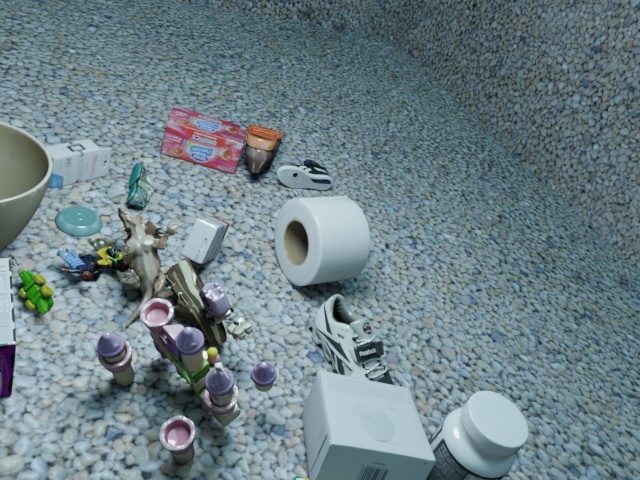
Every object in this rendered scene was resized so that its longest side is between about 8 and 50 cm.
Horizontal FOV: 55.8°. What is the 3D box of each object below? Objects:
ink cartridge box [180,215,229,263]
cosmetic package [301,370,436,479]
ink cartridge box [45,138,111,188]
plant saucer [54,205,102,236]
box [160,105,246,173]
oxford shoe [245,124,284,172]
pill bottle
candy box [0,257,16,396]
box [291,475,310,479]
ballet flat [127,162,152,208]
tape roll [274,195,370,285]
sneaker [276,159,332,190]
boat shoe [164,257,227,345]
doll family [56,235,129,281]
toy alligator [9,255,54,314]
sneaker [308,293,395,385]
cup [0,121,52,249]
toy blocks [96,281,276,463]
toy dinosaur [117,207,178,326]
[{"bbox_3d":[-0.303,-0.004,1.605,0.063,0.109,0.150,25,5,2],"label":"ink cartridge box"},{"bbox_3d":[0.091,0.414,1.286,0.224,0.138,0.225,14,25,-13],"label":"cosmetic package"},{"bbox_3d":[-0.693,-0.223,1.718,0.060,0.104,0.180,39,38,22],"label":"ink cartridge box"},{"bbox_3d":[-0.640,-0.057,1.606,0.119,0.021,0.119,16,36,-12],"label":"plant saucer"},{"bbox_3d":[-0.387,-0.334,2.017,0.257,0.128,0.122,15,36,-13],"label":"box"},{"bbox_3d":[-0.211,-0.324,2.128,0.130,0.133,0.364,15,17,0],"label":"oxford shoe"},{"bbox_3d":[0.307,0.452,1.271,0.162,0.278,0.162,15,37,-12],"label":"pill bottle"},{"bbox_3d":[-0.647,0.168,1.193,0.071,0.159,0.233,1,40,-30],"label":"candy box"},{"bbox_3d":[0.012,0.544,1.189,0.179,0.043,0.105,25,36,-1],"label":"box"},{"bbox_3d":[-0.528,-0.157,1.777,0.070,0.070,0.188,11,39,-17],"label":"ballet flat"},{"bbox_3d":[0.000,0.000,1.710,0.169,0.246,0.246,-6,45,-34],"label":"tape roll"},{"bbox_3d":[-0.071,-0.241,2.133,0.217,0.079,0.121,11,33,-32],"label":"sneaker"},{"bbox_3d":[-0.313,0.163,1.473,0.095,0.095,0.257,-29,54,-8],"label":"boat shoe"},{"bbox_3d":[-0.548,0.052,1.481,0.111,0.076,0.193,44,45,19],"label":"doll family"},{"bbox_3d":[-0.649,0.104,1.373,0.190,0.056,0.051,45,-2,29],"label":"toy alligator"},{"bbox_3d":[0.094,0.273,1.500,0.122,0.146,0.330,-12,50,-41],"label":"sneaker"},{"bbox_3d":[-0.801,-0.097,1.380,0.331,0.237,0.331,16,36,-12],"label":"cup"},{"bbox_3d":[-0.249,0.215,1.201,0.309,0.260,0.288,-35,63,-27],"label":"toy blocks"},{"bbox_3d":[-0.427,0.059,1.474,0.127,0.200,0.296,1,83,-22],"label":"toy dinosaur"}]
